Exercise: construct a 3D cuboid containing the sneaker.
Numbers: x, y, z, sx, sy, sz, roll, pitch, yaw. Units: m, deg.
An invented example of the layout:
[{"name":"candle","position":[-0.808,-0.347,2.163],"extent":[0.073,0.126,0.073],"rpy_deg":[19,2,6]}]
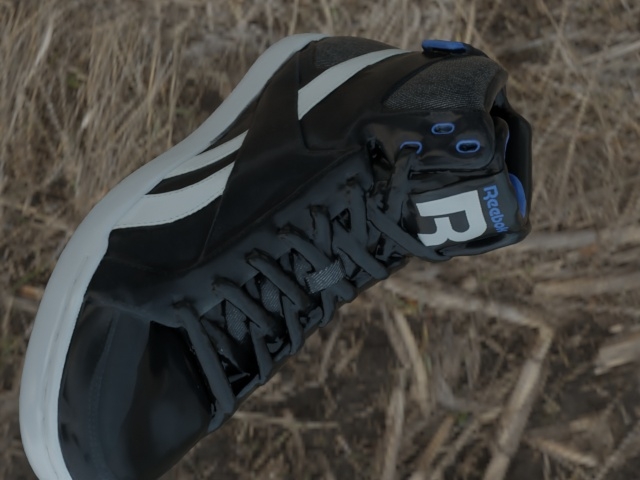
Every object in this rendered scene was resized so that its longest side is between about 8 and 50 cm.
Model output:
[{"name":"sneaker","position":[0.000,0.000,0.485],"extent":[0.121,0.217,0.079],"rpy_deg":[3,135,34]}]
